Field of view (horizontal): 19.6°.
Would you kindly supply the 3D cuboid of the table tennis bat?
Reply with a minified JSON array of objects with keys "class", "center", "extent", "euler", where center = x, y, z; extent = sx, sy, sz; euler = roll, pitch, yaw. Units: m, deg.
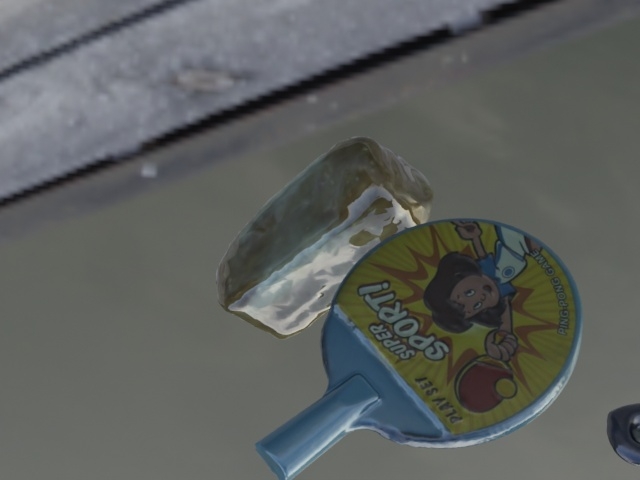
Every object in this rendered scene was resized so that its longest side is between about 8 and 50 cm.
[{"class":"table tennis bat","center":[0.085,0.103,1.638],"extent":[0.329,0.215,0.044],"euler":[-34,157,-17]}]

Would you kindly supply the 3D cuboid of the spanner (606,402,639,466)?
[{"class":"spanner","center":[0.312,0.100,1.080],"extent":[0.316,0.087,0.024],"euler":[-6,143,-20]}]

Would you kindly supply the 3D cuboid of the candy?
[{"class":"candy","center":[0.000,0.000,1.859],"extent":[0.234,0.102,0.104],"euler":[-38,133,24]}]
